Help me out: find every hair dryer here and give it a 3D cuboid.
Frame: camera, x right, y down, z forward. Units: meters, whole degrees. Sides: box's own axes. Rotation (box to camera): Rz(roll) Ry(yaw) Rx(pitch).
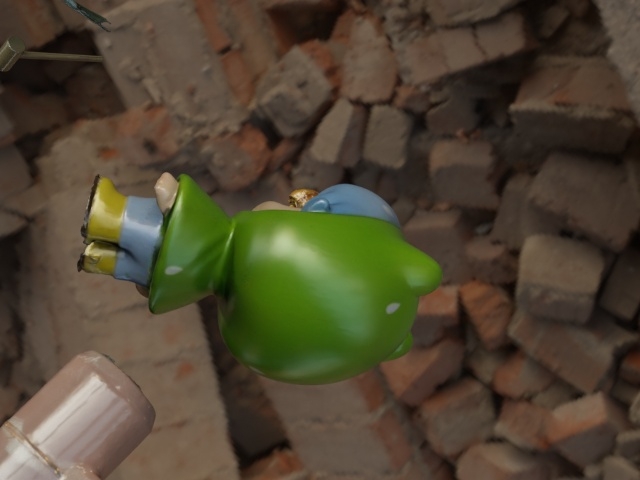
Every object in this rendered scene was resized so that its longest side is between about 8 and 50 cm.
[{"bbox_3d":[-0.162,0.251,1.135,0.344,0.189,0.107,33,158,33],"label":"hair dryer"}]

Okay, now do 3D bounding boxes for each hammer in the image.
[{"bbox_3d":[-0.258,-0.177,1.248,0.035,0.110,0.019,-37,63,45],"label":"hammer"}]

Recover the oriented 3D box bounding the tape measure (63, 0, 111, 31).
[{"bbox_3d":[-0.262,-0.384,1.370,0.330,0.164,0.084,63,167,-20],"label":"tape measure"}]

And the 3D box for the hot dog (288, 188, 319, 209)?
[{"bbox_3d":[0.000,0.000,1.462,0.045,0.071,0.165,6,157,24],"label":"hot dog"}]

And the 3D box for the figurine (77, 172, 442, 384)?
[{"bbox_3d":[-0.047,0.023,0.965,0.263,0.143,0.162,14,132,-5],"label":"figurine"}]
